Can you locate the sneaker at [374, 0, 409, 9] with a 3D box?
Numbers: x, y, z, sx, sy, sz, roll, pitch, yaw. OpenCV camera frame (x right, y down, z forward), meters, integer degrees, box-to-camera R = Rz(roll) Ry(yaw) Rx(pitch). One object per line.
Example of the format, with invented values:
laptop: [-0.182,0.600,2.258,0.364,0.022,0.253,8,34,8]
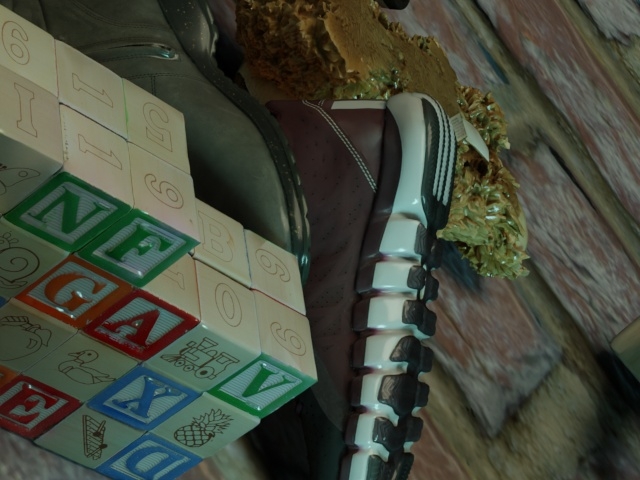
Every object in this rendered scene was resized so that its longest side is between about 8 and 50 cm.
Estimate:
sneaker: [-0.034,-0.262,1.451,0.295,0.178,0.124,52,51,-64]

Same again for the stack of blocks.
stack of blocks: [-0.137,0.004,0.965,0.297,0.171,0.087,31,36,-38]

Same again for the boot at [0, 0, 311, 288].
boot: [-0.118,-0.054,1.120,0.161,0.083,0.246,-17,62,-24]

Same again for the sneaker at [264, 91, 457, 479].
sneaker: [-0.015,0.043,1.199,0.106,0.162,0.281,46,53,-71]

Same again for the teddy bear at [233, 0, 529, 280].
teddy bear: [0.043,-0.085,1.436,0.338,0.113,0.245,19,49,-59]

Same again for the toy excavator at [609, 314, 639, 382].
toy excavator: [0.340,0.180,1.386,0.445,0.222,0.433,55,9,24]
